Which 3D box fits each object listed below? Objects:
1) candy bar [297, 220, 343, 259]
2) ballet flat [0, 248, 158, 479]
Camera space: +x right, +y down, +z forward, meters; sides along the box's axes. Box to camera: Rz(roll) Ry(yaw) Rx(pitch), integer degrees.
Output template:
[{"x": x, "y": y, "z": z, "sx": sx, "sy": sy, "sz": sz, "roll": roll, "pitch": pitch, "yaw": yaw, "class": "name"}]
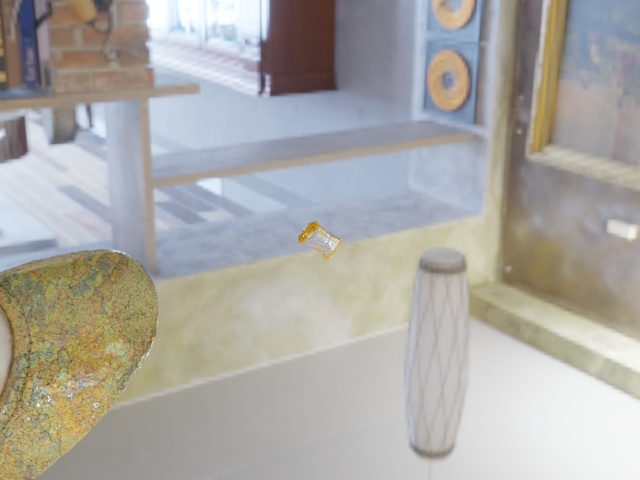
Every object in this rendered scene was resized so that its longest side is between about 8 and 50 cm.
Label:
[{"x": 0.000, "y": 0.000, "z": 1.374, "sx": 0.018, "sy": 0.040, "sz": 0.161, "roll": 43, "pitch": -177, "yaw": 16, "class": "candy bar"}, {"x": -0.245, "y": 0.108, "z": 0.498, "sx": 0.349, "sy": 0.123, "sz": 0.123, "roll": -33, "pitch": -159, "yaw": 1, "class": "ballet flat"}]
